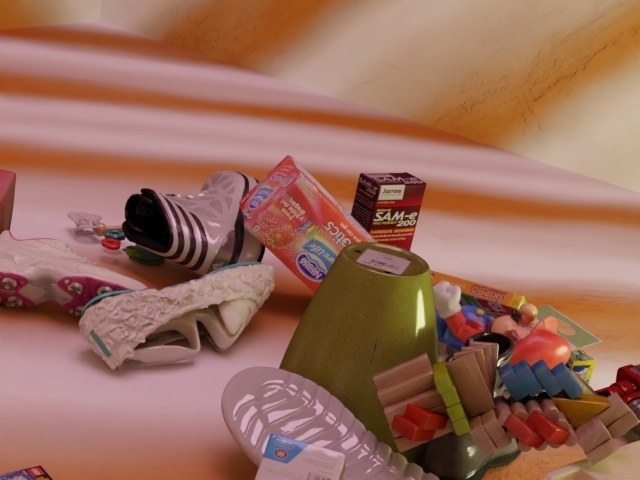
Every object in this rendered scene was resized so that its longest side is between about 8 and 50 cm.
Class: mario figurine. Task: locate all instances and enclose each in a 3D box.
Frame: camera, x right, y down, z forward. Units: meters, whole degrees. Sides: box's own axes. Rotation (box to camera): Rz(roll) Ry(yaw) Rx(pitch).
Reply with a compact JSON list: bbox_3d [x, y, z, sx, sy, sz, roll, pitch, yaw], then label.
[{"bbox_3d":[0.290,0.140,2.038,0.320,0.170,0.198,17,25,32],"label":"mario figurine"}]

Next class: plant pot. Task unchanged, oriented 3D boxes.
[{"bbox_3d":[0.073,0.162,1.807,0.274,0.294,0.275,11,20,-4],"label":"plant pot"}]

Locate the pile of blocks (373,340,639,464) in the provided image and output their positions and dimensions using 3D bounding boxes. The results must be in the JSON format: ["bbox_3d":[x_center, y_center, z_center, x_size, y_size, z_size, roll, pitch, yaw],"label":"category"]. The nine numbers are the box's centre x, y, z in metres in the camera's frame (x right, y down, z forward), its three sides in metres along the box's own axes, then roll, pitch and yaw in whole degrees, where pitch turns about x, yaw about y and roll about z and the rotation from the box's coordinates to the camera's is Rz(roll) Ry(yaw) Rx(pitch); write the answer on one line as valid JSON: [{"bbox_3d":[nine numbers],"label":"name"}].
[{"bbox_3d":[0.251,0.222,1.577,0.362,0.149,0.112,1,9,3],"label":"pile of blocks"}]

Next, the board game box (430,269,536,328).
[{"bbox_3d":[0.267,0.110,2.167,0.259,0.039,0.124,18,-22,32],"label":"board game box"}]

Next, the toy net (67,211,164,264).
[{"bbox_3d":[-0.427,-0.001,2.349,0.232,0.045,0.122,19,23,25],"label":"toy net"}]

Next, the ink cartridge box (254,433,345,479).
[{"bbox_3d":[-0.042,0.351,1.496,0.104,0.060,0.180,15,61,9],"label":"ink cartridge box"}]

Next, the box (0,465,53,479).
[{"bbox_3d":[-0.366,0.338,1.473,0.094,0.027,0.137,-7,27,-38],"label":"box"}]

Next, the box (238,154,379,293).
[{"bbox_3d":[0.000,0.000,2.225,0.300,0.142,0.154,44,8,-23],"label":"box"}]

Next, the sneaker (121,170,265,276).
[{"bbox_3d":[-0.260,-0.072,2.356,0.257,0.169,0.447,26,17,-19],"label":"sneaker"}]

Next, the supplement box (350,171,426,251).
[{"bbox_3d":[0.125,-0.017,2.406,0.130,0.239,0.073,-4,25,-37],"label":"supplement box"}]

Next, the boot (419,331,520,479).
[{"bbox_3d":[0.261,0.240,1.806,0.118,0.223,0.338,17,20,19],"label":"boot"}]

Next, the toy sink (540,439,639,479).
[{"bbox_3d":[0.403,0.387,1.591,0.234,0.153,0.131,-5,26,-41],"label":"toy sink"}]

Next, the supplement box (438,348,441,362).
[{"bbox_3d":[0.165,0.205,2.122,0.098,0.036,0.062,10,19,-5],"label":"supplement box"}]

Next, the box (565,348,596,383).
[{"bbox_3d":[0.446,0.213,2.234,0.059,0.054,0.169,1,22,-29],"label":"box"}]

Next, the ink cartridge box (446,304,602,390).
[{"bbox_3d":[0.378,0.198,2.182,0.235,0.056,0.171,-10,27,-26],"label":"ink cartridge box"}]

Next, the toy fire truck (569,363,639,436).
[{"bbox_3d":[0.541,0.285,1.983,0.246,0.158,0.217,-11,28,-23],"label":"toy fire truck"}]

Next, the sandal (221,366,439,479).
[{"bbox_3d":[0.022,0.331,1.625,0.416,0.102,0.169,34,42,20],"label":"sandal"}]

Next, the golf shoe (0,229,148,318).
[{"bbox_3d":[-0.440,0.053,2.031,0.306,0.115,0.140,11,47,-6],"label":"golf shoe"}]

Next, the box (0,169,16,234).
[{"bbox_3d":[-0.647,-0.034,2.152,0.126,0.149,0.232,10,21,-8],"label":"box"}]

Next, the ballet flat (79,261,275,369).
[{"bbox_3d":[-0.222,0.140,1.996,0.409,0.147,0.147,-12,30,-42],"label":"ballet flat"}]
